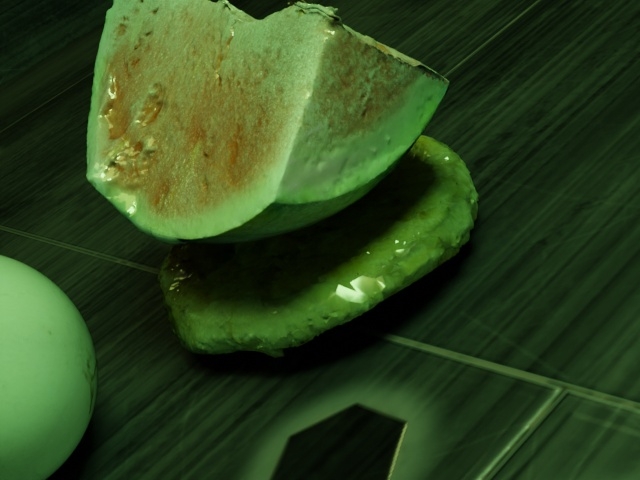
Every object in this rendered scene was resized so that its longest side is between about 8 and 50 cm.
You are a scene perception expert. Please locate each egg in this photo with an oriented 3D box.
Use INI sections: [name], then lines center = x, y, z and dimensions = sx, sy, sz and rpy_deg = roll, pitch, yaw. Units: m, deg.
[egg]
center = -0.266, 0.098, 0.736
dimensions = 0.183, 0.183, 0.264
rpy_deg = -40, 21, -26

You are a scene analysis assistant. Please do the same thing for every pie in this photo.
[pie]
center = 0.000, 0.000, 0.804
dimensions = 0.277, 0.078, 0.277
rpy_deg = -19, 31, 12

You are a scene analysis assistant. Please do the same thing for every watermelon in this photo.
[watermelon]
center = -0.064, -0.104, 0.755
dimensions = 0.224, 0.180, 0.305
rpy_deg = -29, 31, -31
